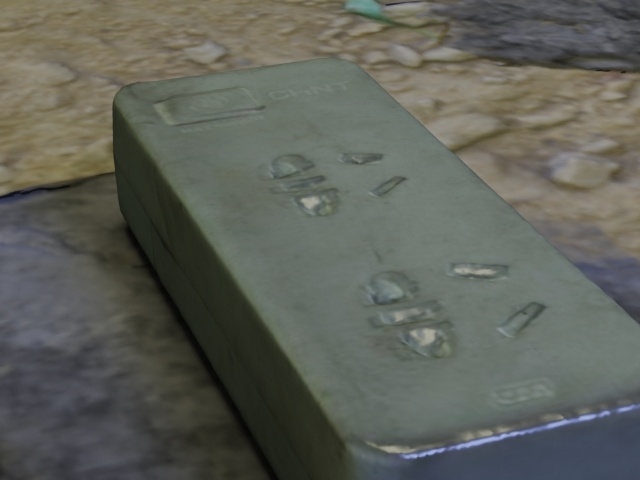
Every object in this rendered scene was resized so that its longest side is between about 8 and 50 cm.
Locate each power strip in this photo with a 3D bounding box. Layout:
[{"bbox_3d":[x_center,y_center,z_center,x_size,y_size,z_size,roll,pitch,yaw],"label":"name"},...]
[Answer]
[{"bbox_3d":[0.000,0.000,0.464,0.093,0.053,0.288,-11,30,-18],"label":"power strip"}]
